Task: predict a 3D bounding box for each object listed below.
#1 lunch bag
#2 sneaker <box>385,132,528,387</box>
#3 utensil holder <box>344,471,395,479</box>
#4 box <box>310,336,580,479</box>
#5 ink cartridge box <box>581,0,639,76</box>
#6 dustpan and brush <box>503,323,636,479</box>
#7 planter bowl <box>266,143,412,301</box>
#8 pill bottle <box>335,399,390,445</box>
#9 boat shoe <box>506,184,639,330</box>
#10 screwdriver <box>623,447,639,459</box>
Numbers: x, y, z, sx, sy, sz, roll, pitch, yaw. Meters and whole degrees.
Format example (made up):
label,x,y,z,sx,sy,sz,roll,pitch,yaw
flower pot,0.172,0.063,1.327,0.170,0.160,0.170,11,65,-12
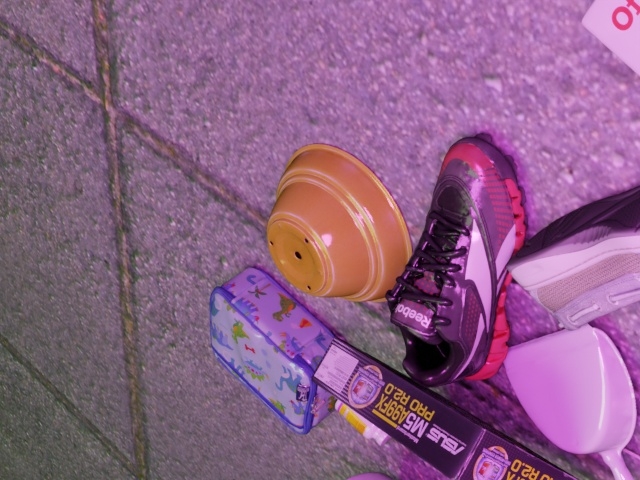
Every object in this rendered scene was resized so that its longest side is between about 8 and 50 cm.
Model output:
label,x,y,z,sx,sy,sz,roll,pitch,yaw
lunch bag,-0.064,0.160,1.454,0.219,0.090,0.176,41,146,25
sneaker,0.133,0.033,1.037,0.097,0.135,0.276,26,123,42
utensil holder,0.134,0.527,1.303,0.385,0.327,0.328,33,140,36
box,0.142,0.211,1.109,0.216,0.060,0.270,33,176,-35
ink cartridge box,0.337,-0.142,0.668,0.273,0.114,0.197,47,146,15
dustpan and brush,0.281,0.195,1.058,0.147,0.060,0.211,-31,73,54
planter bowl,0.000,0.000,1.237,0.217,0.090,0.217,32,139,33
pill bottle,0.062,0.240,1.398,0.083,0.043,0.043,42,144,22
boat shoe,0.285,0.013,0.871,0.103,0.118,0.320,54,151,-6
screwdriver,0.315,0.220,1.079,0.170,0.025,0.024,30,138,36
